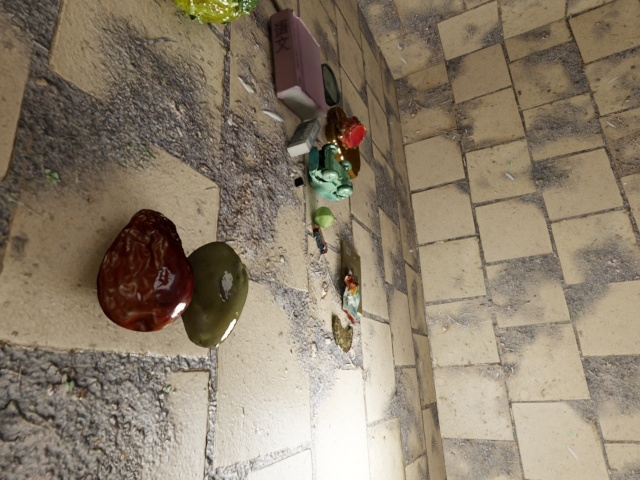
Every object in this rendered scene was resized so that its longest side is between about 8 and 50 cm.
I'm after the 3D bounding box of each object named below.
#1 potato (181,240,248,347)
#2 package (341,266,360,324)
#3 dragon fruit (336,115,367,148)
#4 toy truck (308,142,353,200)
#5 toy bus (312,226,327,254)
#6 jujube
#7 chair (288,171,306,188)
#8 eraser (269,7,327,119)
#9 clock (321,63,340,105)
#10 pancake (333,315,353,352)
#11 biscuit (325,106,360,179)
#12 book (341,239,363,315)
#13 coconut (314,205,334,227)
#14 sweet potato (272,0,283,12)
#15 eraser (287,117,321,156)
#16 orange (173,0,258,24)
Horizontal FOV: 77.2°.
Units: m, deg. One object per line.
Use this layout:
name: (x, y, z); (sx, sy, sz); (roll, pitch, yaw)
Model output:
potato: (-0.241, 0.117, 0.885); (0.178, 0.160, 0.235); (83, 5, -63)
package: (0.140, 0.238, 1.774); (0.166, 0.040, 0.232); (54, 35, -44)
dragon fruit: (0.149, -0.534, 1.941); (0.133, 0.150, 0.207); (97, -2, -46)
toy truck: (0.037, -0.280, 1.692); (0.279, 0.156, 0.155); (34, 49, -56)
toy bus: (0.000, 0.000, 1.639); (0.043, 0.031, 0.110); (-54, 127, -67)
jujube: (-0.326, 0.052, 0.763); (0.168, 0.168, 0.236); (44, 29, -51)
chair: (-0.086, -0.231, 1.548); (0.086, 0.037, 0.042); (29, 42, -64)
eraser: (-0.090, -0.715, 1.667); (0.272, 0.122, 0.359); (20, 62, -64)
clock: (0.042, -0.809, 2.083); (0.215, 0.042, 0.215); (38, 46, -55)
pancake: (0.095, 0.381, 1.685); (0.190, 0.020, 0.184); (69, 26, -22)
biscuit: (0.115, -0.507, 2.071); (0.381, 0.074, 0.359); (13, 66, -61)
book: (0.148, 0.179, 1.891); (0.217, 0.021, 0.310); (42, 42, -53)
coconut: (0.014, -0.092, 1.651); (0.088, 0.088, 0.096); (43, 37, -52)
sweet potato: (-0.181, -0.993, 1.705); (0.115, 0.026, 0.026); (42, 42, -54)
eraser: (-0.064, -0.418, 1.615); (0.046, 0.092, 0.212); (61, 29, -33)
orange: (-0.264, -0.709, 1.052); (0.223, 0.300, 0.301); (53, 9, -13)
